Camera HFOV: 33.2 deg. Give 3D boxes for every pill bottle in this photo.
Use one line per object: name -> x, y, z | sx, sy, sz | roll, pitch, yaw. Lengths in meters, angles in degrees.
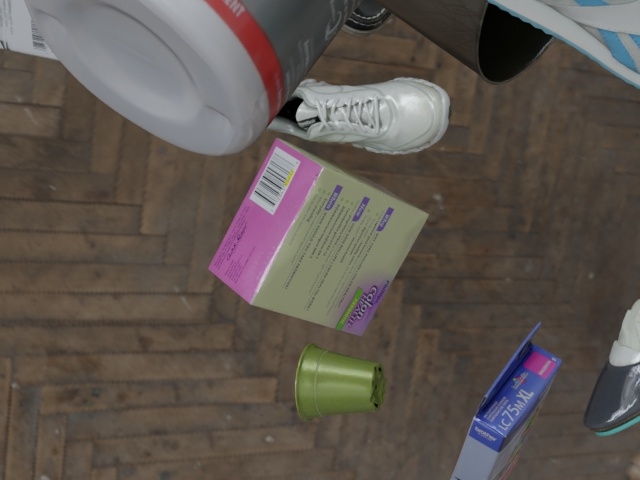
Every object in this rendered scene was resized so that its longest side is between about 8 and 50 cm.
pill bottle -> -0.030, -0.203, 0.637 | 0.161, 0.161, 0.283 | 47, 65, -29

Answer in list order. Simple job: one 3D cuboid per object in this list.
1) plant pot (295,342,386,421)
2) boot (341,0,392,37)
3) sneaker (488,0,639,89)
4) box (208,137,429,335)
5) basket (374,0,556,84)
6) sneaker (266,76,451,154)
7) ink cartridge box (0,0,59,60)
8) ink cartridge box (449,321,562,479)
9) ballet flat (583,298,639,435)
plant pot -> 0.025, 0.151, 1.132 | 0.083, 0.079, 0.083 | 0, 90, -69
boot -> 0.126, -0.453, 1.325 | 0.138, 0.284, 0.377 | 28, 81, -11
sneaker -> 0.187, -0.144, 0.595 | 0.229, 0.092, 0.087 | 19, 74, -11
box -> 0.000, 0.000, 1.550 | 0.243, 0.117, 0.213 | 20, 101, -45
basket -> 0.122, -0.282, 1.030 | 0.204, 0.227, 0.154 | -56, 147, -2
sneaker -> 0.041, -0.173, 1.491 | 0.118, 0.292, 0.110 | -10, 102, -54
ink cartridge box -> -0.439, -0.370, 1.619 | 0.092, 0.219, 0.160 | -55, 155, -54
ink cartridge box -> 0.273, 0.285, 1.614 | 0.186, 0.065, 0.311 | -42, 151, -40
ballet flat -> 0.262, 0.060, 0.765 | 0.203, 0.074, 0.074 | -31, 117, -1
